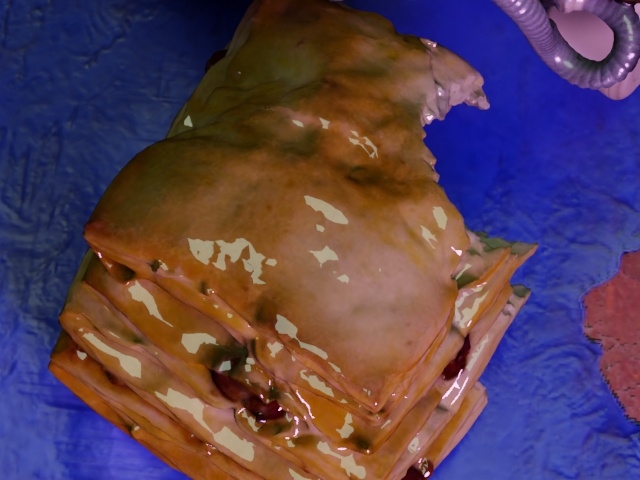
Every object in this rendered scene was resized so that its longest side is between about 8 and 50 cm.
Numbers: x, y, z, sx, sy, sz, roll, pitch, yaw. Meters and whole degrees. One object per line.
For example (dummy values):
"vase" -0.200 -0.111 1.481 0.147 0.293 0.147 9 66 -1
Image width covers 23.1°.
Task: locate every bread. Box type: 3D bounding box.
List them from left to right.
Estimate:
"bread" 0.000 0.000 1.119 0.314 0.191 0.370 30 71 11

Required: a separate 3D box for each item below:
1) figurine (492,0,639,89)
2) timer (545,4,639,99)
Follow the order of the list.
"figurine" 0.049 -0.257 1.056 0.382 0.261 0.186 8 36 -3
"timer" 0.161 -0.245 1.223 0.266 0.175 0.175 30 72 14
